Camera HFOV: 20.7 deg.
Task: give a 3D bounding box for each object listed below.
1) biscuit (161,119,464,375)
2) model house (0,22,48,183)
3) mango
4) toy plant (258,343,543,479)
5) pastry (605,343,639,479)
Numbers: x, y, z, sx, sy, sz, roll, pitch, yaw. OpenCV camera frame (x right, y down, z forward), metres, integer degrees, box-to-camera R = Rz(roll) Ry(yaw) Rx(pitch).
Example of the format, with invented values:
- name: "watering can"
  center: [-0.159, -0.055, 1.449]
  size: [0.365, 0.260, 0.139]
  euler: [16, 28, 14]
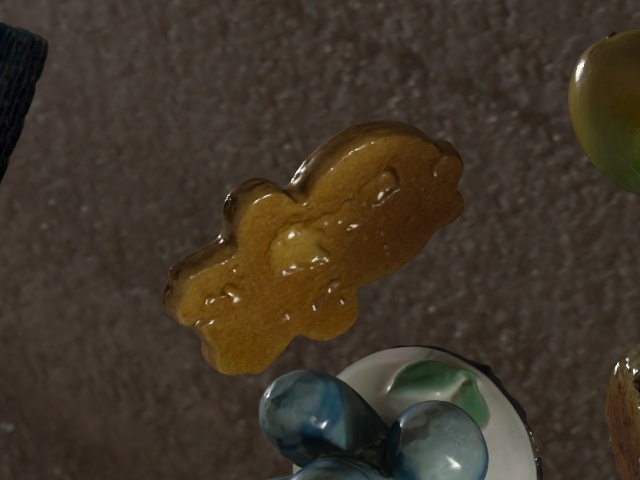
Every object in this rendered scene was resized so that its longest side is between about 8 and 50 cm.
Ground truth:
- name: "biscuit"
  center: [-0.001, -0.002, 1.308]
  size: [0.035, 0.249, 0.184]
  euler: [50, 177, 42]
- name: "model house"
  center: [-0.342, -0.064, 1.294]
  size: [0.261, 0.226, 0.241]
  euler: [-70, 22, 3]
- name: "mango"
  center: [0.338, -0.103, 1.630]
  size: [0.251, 0.114, 0.156]
  euler: [37, 112, 37]
- name: "toy plant"
  center: [0.042, 0.211, 1.454]
  size: [0.247, 0.332, 0.247]
  euler: [0, 91, 20]
- name: "pastry"
  center: [0.325, 0.184, 1.604]
  size: [0.192, 0.093, 0.182]
  euler: [82, 172, -49]
